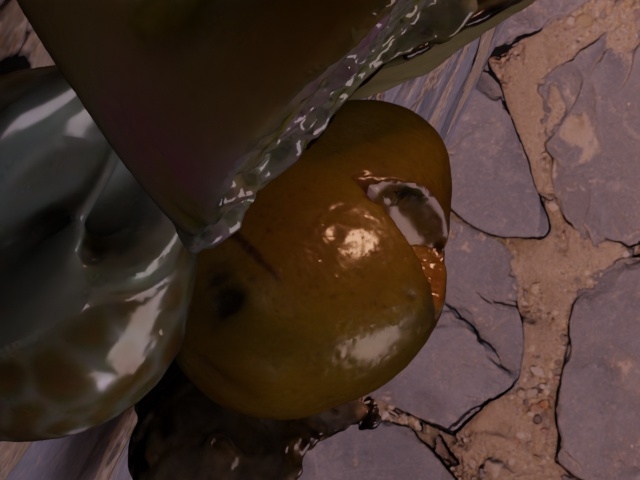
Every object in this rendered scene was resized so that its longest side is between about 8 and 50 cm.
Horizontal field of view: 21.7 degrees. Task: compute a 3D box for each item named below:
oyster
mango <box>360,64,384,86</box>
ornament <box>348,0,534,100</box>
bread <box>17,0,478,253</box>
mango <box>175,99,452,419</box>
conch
[{"bbox_3d":[-0.032,0.078,1.110,0.197,0.133,0.337,-18,-141,46],"label":"oyster"},{"bbox_3d":[0.003,-0.147,0.762,0.133,0.111,0.267,-47,161,-27],"label":"mango"},{"bbox_3d":[0.062,-0.136,1.045,0.201,0.180,0.059,-10,81,-83],"label":"ornament"},{"bbox_3d":[-0.014,-0.133,0.461,0.158,0.156,0.261,116,-24,-70],"label":"bread"},{"bbox_3d":[0.000,0.000,1.017,0.262,0.167,0.130,-67,168,-47],"label":"mango"},{"bbox_3d":[-0.102,0.006,0.606,0.116,0.106,0.173,-35,138,-33],"label":"conch"}]
